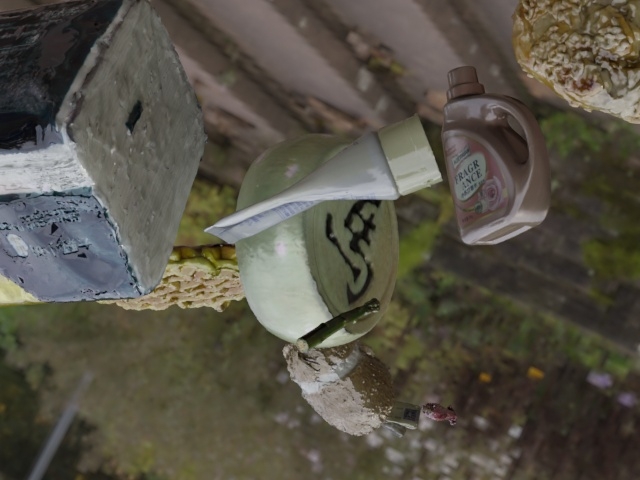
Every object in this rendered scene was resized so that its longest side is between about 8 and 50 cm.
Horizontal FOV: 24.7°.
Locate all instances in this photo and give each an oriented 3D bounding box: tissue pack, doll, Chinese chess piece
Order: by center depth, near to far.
[{"bbox_3d":[-0.365,-0.086,1.557,0.416,0.264,0.253,-4,132,20],"label":"tissue pack"},{"bbox_3d":[0.000,0.000,1.710,0.101,0.250,0.250,-4,158,30],"label":"Chinese chess piece"},{"bbox_3d":[0.037,0.188,1.880,0.105,0.115,0.221,-24,125,24],"label":"doll"}]

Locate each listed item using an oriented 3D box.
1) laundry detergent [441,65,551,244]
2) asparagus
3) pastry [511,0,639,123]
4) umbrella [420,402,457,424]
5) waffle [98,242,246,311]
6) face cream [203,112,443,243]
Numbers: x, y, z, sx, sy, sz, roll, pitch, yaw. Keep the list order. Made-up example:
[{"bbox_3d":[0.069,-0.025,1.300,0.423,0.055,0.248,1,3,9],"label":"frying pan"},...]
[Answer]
[{"bbox_3d":[0.229,-0.125,1.907,0.076,0.237,0.171,0,165,-31],"label":"laundry detergent"},{"bbox_3d":[0.018,0.078,1.364,0.018,0.015,0.127,29,-149,24],"label":"asparagus"},{"bbox_3d":[0.442,-0.308,2.162,0.310,0.255,0.162,12,172,-2],"label":"pastry"},{"bbox_3d":[0.174,0.253,2.147,0.027,0.025,0.165,41,-174,23],"label":"umbrella"},{"bbox_3d":[-0.177,0.054,1.912,0.237,0.059,0.243,0,163,-29],"label":"waffle"},{"bbox_3d":[0.001,-0.049,1.391,0.114,0.224,0.070,35,-145,-78],"label":"face cream"}]
